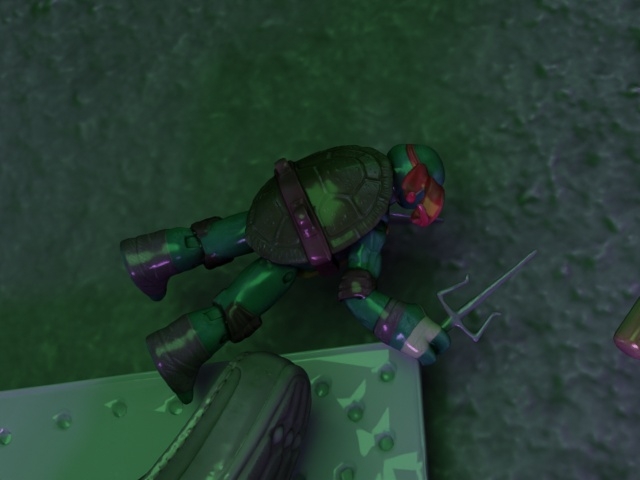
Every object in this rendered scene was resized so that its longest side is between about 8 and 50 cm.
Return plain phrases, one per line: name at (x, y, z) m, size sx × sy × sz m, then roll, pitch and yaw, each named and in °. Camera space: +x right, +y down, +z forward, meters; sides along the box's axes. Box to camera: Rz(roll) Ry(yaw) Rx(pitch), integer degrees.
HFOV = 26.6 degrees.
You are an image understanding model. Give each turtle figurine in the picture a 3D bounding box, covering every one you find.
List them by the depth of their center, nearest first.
turtle figurine at (0.000, 0.000, 0.825) m, size 0.234 × 0.118 × 0.175 m, roll -23°, pitch 38°, yaw 4°

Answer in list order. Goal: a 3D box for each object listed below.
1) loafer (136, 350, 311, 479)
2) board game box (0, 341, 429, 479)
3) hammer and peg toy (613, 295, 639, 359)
loafer at (-0.119, 0.190, 0.747) m, size 0.111 × 0.112 × 0.319 m, roll 31°, pitch 83°, yaw 20°
board game box at (-0.114, 0.274, 0.806) m, size 0.389 × 0.050 × 0.390 m, roll -9°, pitch 66°, yaw 13°
hammer and peg toy at (0.340, 0.053, 0.715) m, size 0.266 × 0.127 × 0.361 m, roll -44°, pitch 63°, yaw -2°
